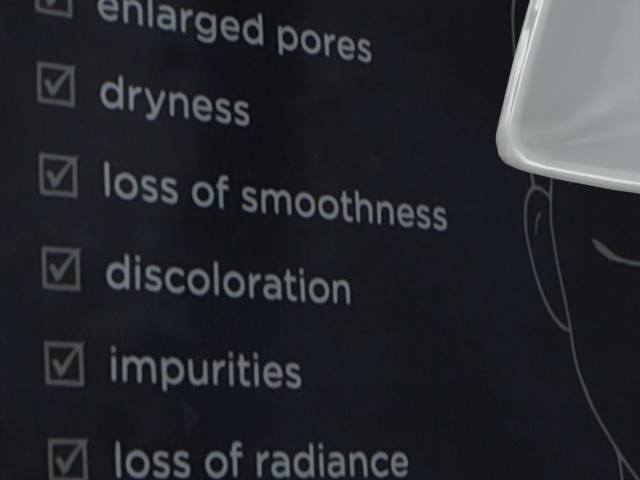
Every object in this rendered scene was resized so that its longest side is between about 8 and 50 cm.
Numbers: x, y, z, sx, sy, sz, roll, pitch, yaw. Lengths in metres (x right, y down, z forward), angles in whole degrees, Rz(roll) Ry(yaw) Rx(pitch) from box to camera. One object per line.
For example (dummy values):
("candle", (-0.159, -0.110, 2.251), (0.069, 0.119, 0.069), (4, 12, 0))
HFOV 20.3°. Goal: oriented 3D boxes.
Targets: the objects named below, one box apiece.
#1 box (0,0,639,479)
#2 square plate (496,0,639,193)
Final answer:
("box", (0.000, 0.000, 0.768), (0.480, 0.297, 0.472), (6, -103, -35))
("square plate", (0.253, -0.150, 0.492), (0.049, 0.347, 0.344), (32, -108, -62))
